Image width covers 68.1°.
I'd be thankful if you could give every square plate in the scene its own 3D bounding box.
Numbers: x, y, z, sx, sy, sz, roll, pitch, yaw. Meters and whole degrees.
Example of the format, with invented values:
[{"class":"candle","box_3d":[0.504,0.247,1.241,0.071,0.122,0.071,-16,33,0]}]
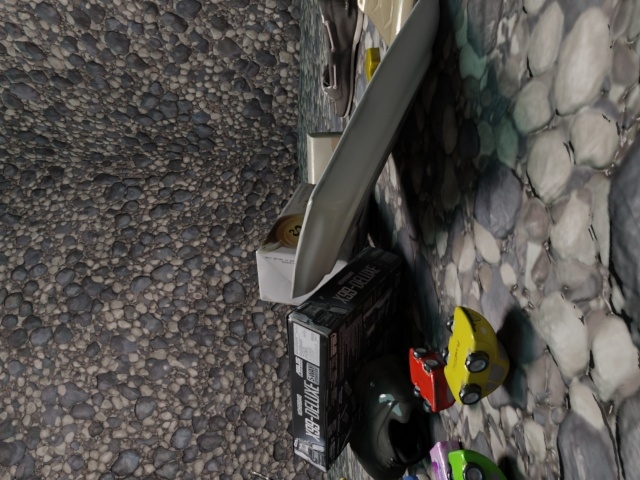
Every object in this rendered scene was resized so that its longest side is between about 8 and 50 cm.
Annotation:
[{"class":"square plate","box_3d":[0.060,-0.104,0.655,0.347,0.049,0.344,-62,-5,-23]}]

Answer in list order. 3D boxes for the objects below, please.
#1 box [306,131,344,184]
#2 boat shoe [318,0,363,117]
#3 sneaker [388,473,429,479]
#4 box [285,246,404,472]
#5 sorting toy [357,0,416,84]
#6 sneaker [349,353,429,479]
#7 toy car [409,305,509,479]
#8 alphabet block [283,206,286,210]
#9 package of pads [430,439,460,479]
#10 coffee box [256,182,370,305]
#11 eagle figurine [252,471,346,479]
[{"class":"box","box_3d":[0.032,-0.117,1.222,0.148,0.121,0.312,-110,17,-71]},{"class":"boat shoe","box_3d":[0.034,-0.436,1.143,0.335,0.095,0.112,96,169,-58]},{"class":"sneaker","box_3d":[0.135,0.435,0.706,0.058,0.084,0.152,95,170,-55]},{"class":"box","box_3d":[0.048,0.198,0.816,0.242,0.076,0.308,-37,-44,-45]},{"class":"sorting toy","box_3d":[0.108,-0.391,0.750,0.229,0.041,0.308,-107,13,-48]},{"class":"sneaker","box_3d":[0.117,0.326,0.774,0.130,0.108,0.287,-131,27,-52]},{"class":"toy car","box_3d":[0.158,0.202,0.500,0.239,0.053,0.225,97,168,-64]},{"class":"alphabet block","box_3d":[-0.034,0.003,1.644,0.197,0.192,0.194,108,160,-72]},{"class":"package of pads","box_3d":[0.164,0.299,0.592,0.050,0.031,0.083,95,170,-50]},{"class":"coffee box","box_3d":[0.000,0.000,0.967,0.297,0.167,0.119,-65,-21,-56]},{"class":"eagle figurine","box_3d":[0.015,0.549,0.904,0.226,0.297,0.226,104,161,-71]}]
